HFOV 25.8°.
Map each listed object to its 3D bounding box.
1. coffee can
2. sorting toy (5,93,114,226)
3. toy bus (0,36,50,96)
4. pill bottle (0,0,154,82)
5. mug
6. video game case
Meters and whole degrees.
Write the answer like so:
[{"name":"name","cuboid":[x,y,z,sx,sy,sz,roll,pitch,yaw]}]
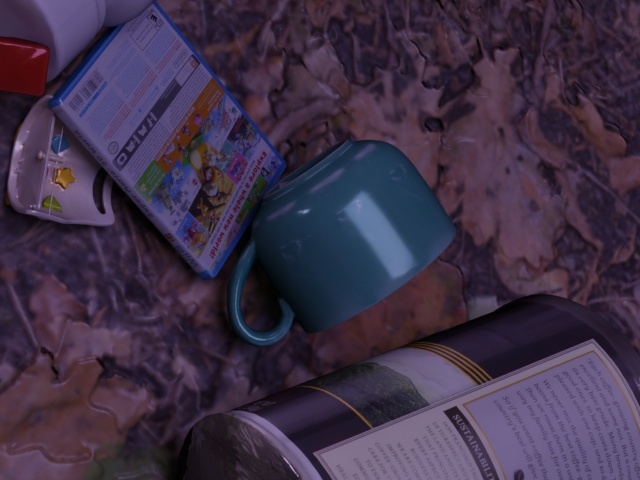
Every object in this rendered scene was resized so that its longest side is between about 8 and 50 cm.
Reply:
[{"name":"coffee can","cuboid":[0.072,0.168,0.931,0.275,0.201,0.201,-17,88,-33]},{"name":"sorting toy","cuboid":[-0.166,-0.043,0.930,0.075,0.045,0.083,20,67,-36]},{"name":"toy bus","cuboid":[-0.260,-0.066,0.785,0.202,0.104,0.191,38,97,-19]},{"name":"pill bottle","cuboid":[-0.140,-0.243,0.918,0.160,0.160,0.283,45,61,-16]},{"name":"mug","cuboid":[0.008,-0.004,0.972,0.158,0.129,0.097,-39,99,-38]},{"name":"video game case","cuboid":[-0.100,-0.072,0.963,0.166,0.015,0.119,51,50,-25]}]
